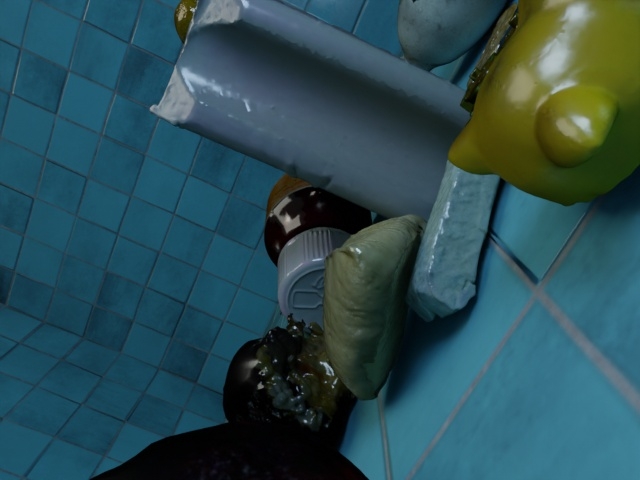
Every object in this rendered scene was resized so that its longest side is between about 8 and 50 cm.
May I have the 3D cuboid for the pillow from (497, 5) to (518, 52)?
[{"bbox_3d":[0.316,-0.372,0.655,0.189,0.034,0.255,129,163,-76],"label":"pillow"}]

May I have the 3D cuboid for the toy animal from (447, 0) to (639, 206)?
[{"bbox_3d":[0.183,-0.142,0.331,0.156,0.156,0.229,-148,81,-84],"label":"toy animal"}]

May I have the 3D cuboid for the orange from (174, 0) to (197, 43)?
[{"bbox_3d":[-0.203,-0.361,0.825,0.095,0.085,0.085,107,-176,-65],"label":"orange"}]

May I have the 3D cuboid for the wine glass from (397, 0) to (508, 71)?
[{"bbox_3d":[0.218,-0.403,0.937,0.357,0.191,0.190,114,177,-51],"label":"wine glass"}]

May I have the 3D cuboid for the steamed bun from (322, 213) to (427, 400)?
[{"bbox_3d":[0.060,0.053,0.598,0.212,0.110,0.231,-49,-29,-50],"label":"steamed bun"}]

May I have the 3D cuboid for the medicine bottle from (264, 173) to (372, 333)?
[{"bbox_3d":[0.000,0.000,0.992,0.395,0.243,0.242,-96,30,-65],"label":"medicine bottle"}]

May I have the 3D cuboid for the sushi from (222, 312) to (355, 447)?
[{"bbox_3d":[-0.052,0.247,0.749,0.204,0.213,0.200,-46,-8,30],"label":"sushi"}]

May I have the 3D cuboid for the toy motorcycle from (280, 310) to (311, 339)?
[{"bbox_3d":[-0.016,0.141,1.165,0.331,0.125,0.196,-77,14,-48],"label":"toy motorcycle"}]

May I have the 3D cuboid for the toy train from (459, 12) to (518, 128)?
[{"bbox_3d":[0.225,-0.198,0.479,0.225,0.090,0.137,-55,0,39],"label":"toy train"}]

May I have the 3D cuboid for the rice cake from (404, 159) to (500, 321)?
[{"bbox_3d":[0.148,-0.014,0.528,0.069,0.063,0.206,108,-176,-72],"label":"rice cake"}]

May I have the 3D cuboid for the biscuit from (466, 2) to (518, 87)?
[{"bbox_3d":[0.278,-0.309,0.791,0.071,0.018,0.147,-84,20,-76],"label":"biscuit"}]

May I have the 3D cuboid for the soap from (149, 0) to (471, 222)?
[{"bbox_3d":[0.017,-0.220,0.779,0.350,0.435,0.212,-73,8,-70],"label":"soap"}]

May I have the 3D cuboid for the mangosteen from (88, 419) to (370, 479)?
[{"bbox_3d":[-0.062,0.276,0.318,0.300,0.300,0.300,-156,90,-84],"label":"mangosteen"}]
